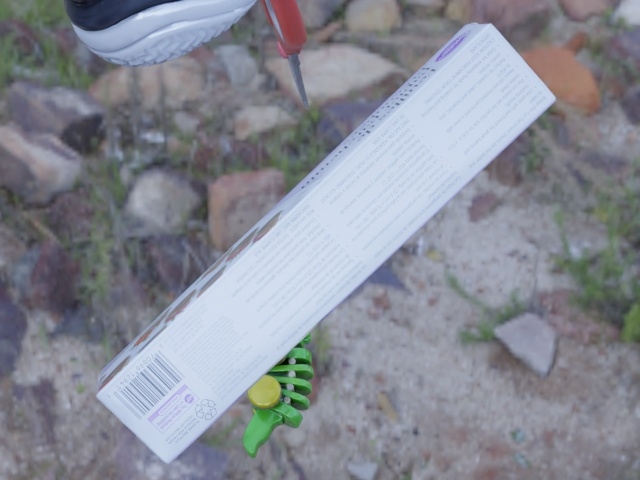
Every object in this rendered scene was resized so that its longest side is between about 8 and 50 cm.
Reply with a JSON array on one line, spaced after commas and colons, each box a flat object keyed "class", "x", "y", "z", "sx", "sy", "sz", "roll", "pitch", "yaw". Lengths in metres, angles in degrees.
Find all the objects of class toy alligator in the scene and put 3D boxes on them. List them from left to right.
[{"class": "toy alligator", "x": -0.029, "y": 0.098, "z": 1.130, "sx": 0.051, "sy": 0.056, "sz": 0.189, "roll": 5, "pitch": 63, "yaw": 6}]

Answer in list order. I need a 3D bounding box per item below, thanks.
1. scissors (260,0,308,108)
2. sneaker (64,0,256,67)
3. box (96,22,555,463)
[{"class": "scissors", "x": -0.023, "y": -0.137, "z": 0.929, "sx": 0.021, "sy": 0.297, "sz": 0.109, "roll": -26, "pitch": 62, "yaw": -3}, {"class": "sneaker", "x": -0.039, "y": -0.212, "z": 0.537, "sx": 0.101, "sy": 0.153, "sz": 0.268, "roll": 26, "pitch": 75, "yaw": 45}, {"class": "box", "x": 0.000, "y": 0.000, "z": 0.797, "sx": 0.324, "sy": 0.067, "sz": 0.063, "roll": -44, "pitch": 11, "yaw": 1}]
